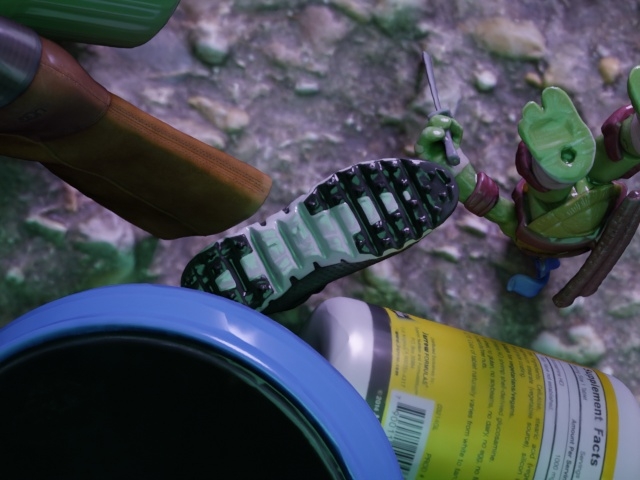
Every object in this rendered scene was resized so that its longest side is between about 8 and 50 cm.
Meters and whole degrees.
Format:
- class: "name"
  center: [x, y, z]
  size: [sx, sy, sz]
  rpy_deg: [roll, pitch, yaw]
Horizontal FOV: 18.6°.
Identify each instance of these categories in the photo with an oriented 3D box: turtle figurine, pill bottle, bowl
- class: "turtle figurine"
  center: [0.186, -0.100, 1.562]
  size: [0.198, 0.266, 0.274]
  rpy_deg: [17, 78, -6]
- class: "pill bottle"
  center: [0.135, 0.175, 1.539]
  size: [0.334, 0.188, 0.188]
  rpy_deg: [17, 76, -13]
- class: "bowl"
  center: [-0.129, 0.229, 1.412]
  size: [0.391, 0.077, 0.391]
  rpy_deg: [1, 98, 10]

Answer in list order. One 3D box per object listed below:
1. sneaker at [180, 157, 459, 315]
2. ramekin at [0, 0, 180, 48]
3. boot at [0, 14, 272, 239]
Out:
- class: "sneaker"
  center: [0.000, 0.000, 1.565]
  size: [0.234, 0.106, 0.078]
  rpy_deg: [-26, 83, -1]
- class: "ramekin"
  center: [-0.178, -0.291, 1.479]
  size: [0.148, 0.303, 0.303]
  rpy_deg: [11, 78, -22]
- class: "boot"
  center: [-0.216, -0.078, 1.506]
  size: [0.280, 0.264, 0.096]
  rpy_deg: [29, 58, -37]
